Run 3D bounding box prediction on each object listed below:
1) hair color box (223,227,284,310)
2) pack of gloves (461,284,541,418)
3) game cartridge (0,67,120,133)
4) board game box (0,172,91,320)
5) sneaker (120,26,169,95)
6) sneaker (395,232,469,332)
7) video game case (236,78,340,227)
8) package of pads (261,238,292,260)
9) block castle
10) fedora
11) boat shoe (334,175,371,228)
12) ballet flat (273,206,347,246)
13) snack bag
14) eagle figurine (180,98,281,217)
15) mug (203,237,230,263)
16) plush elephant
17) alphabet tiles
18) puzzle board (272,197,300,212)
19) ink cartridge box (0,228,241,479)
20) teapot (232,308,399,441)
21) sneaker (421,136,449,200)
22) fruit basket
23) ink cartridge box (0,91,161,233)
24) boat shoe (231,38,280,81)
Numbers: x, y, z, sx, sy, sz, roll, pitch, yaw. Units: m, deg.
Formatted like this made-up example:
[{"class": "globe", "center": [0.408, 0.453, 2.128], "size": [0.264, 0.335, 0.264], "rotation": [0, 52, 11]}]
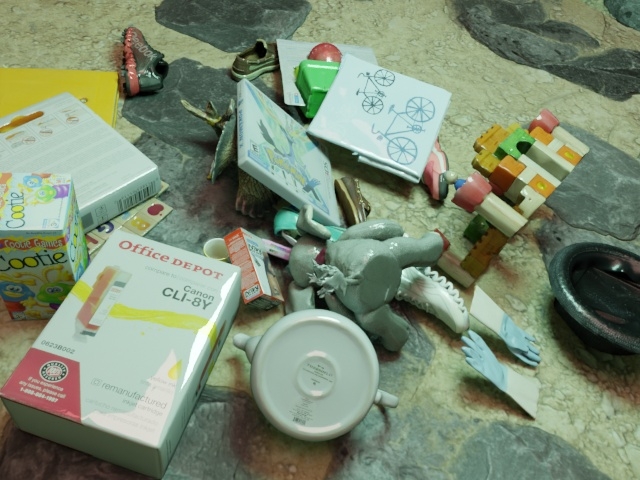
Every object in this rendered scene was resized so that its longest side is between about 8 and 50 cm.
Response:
[{"class": "hair color box", "center": [-0.145, 0.063, 1.236], "size": [0.053, 0.093, 0.167], "rotation": [-29, 64, 15]}, {"class": "pack of gloves", "center": [0.385, 0.242, 1.229], "size": [0.232, 0.046, 0.195], "rotation": [40, 46, -13]}, {"class": "game cartridge", "center": [-0.719, -0.362, 1.525], "size": [0.323, 0.053, 0.285], "rotation": [-1, 51, -11]}, {"class": "board game box", "center": [-0.536, 0.018, 1.086], "size": [0.142, 0.275, 0.144], "rotation": [-1, 51, -13]}, {"class": "sneaker", "center": [-0.522, -0.534, 1.679], "size": [0.135, 0.098, 0.276], "rotation": [-5, 53, -16]}, {"class": "sneaker", "center": [0.222, 0.110, 1.306], "size": [0.118, 0.110, 0.292], "rotation": [-34, 63, -14]}, {"class": "video game case", "center": [-0.079, -0.212, 1.411], "size": [0.329, 0.036, 0.300], "rotation": [33, 36, -39]}, {"class": "package of pads", "center": [-0.101, 0.022, 1.328], "size": [0.083, 0.050, 0.032], "rotation": [19, 88, 4]}, {"class": "block castle", "center": [0.439, -0.124, 1.412], "size": [0.213, 0.303, 0.453], "rotation": [42, 54, 14]}, {"class": "fedora", "center": [0.672, 0.161, 1.314], "size": [0.334, 0.152, 0.334], "rotation": [5, 47, -5]}, {"class": "boat shoe", "center": [0.094, -0.090, 1.453], "size": [0.073, 0.073, 0.207], "rotation": [-5, 52, -14]}, {"class": "ballet flat", "center": [0.000, 0.000, 1.364], "size": [0.247, 0.083, 0.087], "rotation": [20, 73, 5]}, {"class": "snack bag", "center": [0.163, -0.345, 1.566], "size": [0.342, 0.037, 0.323], "rotation": [22, 65, 4]}, {"class": "eagle figurine", "center": [-0.212, -0.224, 1.428], "size": [0.226, 0.225, 0.298], "rotation": [-7, 39, -28]}, {"class": "mug", "center": [-0.238, 0.041, 1.273], "size": [0.078, 0.064, 0.062], "rotation": [-26, 60, -29]}, {"class": "plush elephant", "center": [0.046, 0.064, 1.213], "size": [0.330, 0.272, 0.255], "rotation": [12, 7, -39]}, {"class": "alphabet tiles", "center": [-0.546, -0.103, 1.363], "size": [0.342, 0.011, 0.285], "rotation": [29, 50, 12]}, {"class": "puzzle board", "center": [-0.073, -0.112, 1.477], "size": [0.096, 0.011, 0.128], "rotation": [37, 53, 17]}, {"class": "ink cartridge box", "center": [-0.343, 0.192, 1.056], "size": [0.279, 0.160, 0.385], "rotation": [17, 49, 3]}, {"class": "teapot", "center": [-0.009, 0.250, 1.077], "size": [0.252, 0.187, 0.256], "rotation": [-24, 84, -7]}, {"class": "sneaker", "center": [0.280, -0.227, 1.611], "size": [0.136, 0.116, 0.314], "rotation": [-11, 52, 4]}, {"class": "fruit basket", "center": [0.034, -0.511, 1.759], "size": [0.327, 0.165, 0.353], "rotation": [0, 43, -12]}, {"class": "ink cartridge box", "center": [-0.623, -0.178, 1.347], "size": [0.385, 0.091, 0.308], "rotation": [38, 55, 22]}, {"class": "boat shoe", "center": [-0.180, -0.595, 1.808], "size": [0.095, 0.095, 0.257], "rotation": [31, 51, 14]}]
